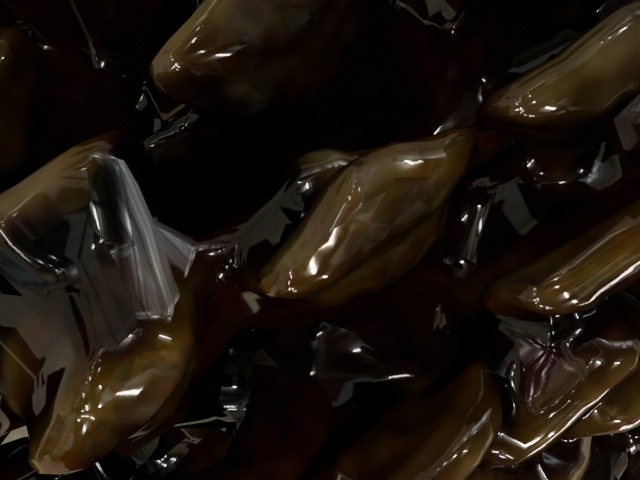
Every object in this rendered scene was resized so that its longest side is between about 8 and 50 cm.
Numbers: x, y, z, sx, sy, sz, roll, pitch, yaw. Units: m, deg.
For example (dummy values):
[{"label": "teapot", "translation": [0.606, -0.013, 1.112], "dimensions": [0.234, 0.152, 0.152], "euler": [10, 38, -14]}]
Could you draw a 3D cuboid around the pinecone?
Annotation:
[{"label": "pinecone", "translation": [0.000, 0.000, 0.622], "dimensions": [0.397, 0.397, 0.398], "euler": [-18, 125, -27]}]
